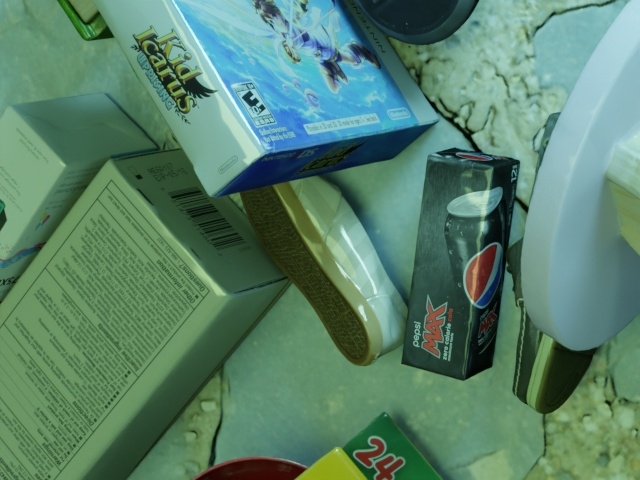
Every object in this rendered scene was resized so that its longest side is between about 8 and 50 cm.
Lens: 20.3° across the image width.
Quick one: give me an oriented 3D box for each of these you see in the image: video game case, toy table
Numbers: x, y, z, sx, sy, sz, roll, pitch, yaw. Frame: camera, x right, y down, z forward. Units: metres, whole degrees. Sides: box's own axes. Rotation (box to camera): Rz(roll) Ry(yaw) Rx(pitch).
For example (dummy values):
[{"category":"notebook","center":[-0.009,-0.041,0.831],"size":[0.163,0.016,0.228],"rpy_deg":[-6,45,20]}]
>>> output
[{"category":"video game case","center":[-0.053,-0.161,1.303],"size":[0.061,0.269,0.244],"rpy_deg":[-38,79,28]},{"category":"toy table","center":[0.260,-0.028,1.181],"size":[0.161,0.252,0.274],"rpy_deg":[31,122,40]}]

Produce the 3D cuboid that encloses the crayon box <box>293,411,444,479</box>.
[{"category":"crayon box","center":[-0.008,0.301,1.359],"size":[0.318,0.081,0.202],"rpy_deg":[-40,84,-8]}]

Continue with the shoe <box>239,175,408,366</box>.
[{"category":"shoe","center":[0.000,0.000,1.429],"size":[0.219,0.058,0.076],"rpy_deg":[58,151,14]}]

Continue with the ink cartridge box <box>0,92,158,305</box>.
[{"category":"ink cartridge box","center":[-0.255,-0.012,1.523],"size":[0.078,0.134,0.231],"rpy_deg":[44,117,16]}]

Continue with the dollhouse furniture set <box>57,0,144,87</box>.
[{"category":"dollhouse furniture set","center":[-0.144,-0.157,1.398],"size":[0.151,0.197,0.301],"rpy_deg":[-40,77,27]}]

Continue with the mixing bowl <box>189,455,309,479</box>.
[{"category":"mixing bowl","center":[-0.051,0.268,1.453],"size":[0.181,0.098,0.181],"rpy_deg":[0,81,-3]}]

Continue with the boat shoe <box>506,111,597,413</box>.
[{"category":"boat shoe","center":[0.174,0.014,1.317],"size":[0.073,0.080,0.223],"rpy_deg":[19,102,32]}]

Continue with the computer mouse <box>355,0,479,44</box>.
[{"category":"computer mouse","center":[0.059,-0.277,1.335],"size":[0.188,0.072,0.272],"rpy_deg":[-26,82,37]}]

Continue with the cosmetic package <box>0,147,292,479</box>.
[{"category":"cosmetic package","center":[-0.181,0.087,1.510],"size":[0.160,0.113,0.309],"rpy_deg":[49,118,15]}]

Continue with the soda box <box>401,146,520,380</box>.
[{"category":"soda box","center":[0.107,0.017,1.366],"size":[0.060,0.053,0.169],"rpy_deg":[13,105,28]}]
